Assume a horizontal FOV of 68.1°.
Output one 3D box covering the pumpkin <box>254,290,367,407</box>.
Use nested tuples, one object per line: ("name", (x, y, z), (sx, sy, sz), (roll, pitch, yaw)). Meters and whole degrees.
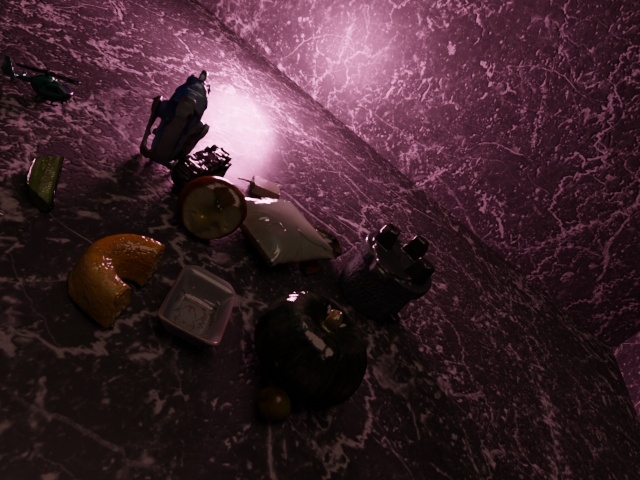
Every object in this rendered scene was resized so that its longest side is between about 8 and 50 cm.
("pumpkin", (-0.014, 0.259, 1.173), (0.300, 0.207, 0.300), (37, 22, -18))

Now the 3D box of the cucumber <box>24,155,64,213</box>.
("cucumber", (-0.675, -0.142, 1.151), (0.070, 0.046, 0.220), (16, 34, -32))

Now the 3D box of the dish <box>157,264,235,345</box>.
("dish", (-0.295, 0.158, 1.140), (0.154, 0.064, 0.234), (32, 30, -14))

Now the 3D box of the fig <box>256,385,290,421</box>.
("fig", (-0.100, 0.370, 1.061), (0.088, 0.074, 0.074), (50, 21, -29))

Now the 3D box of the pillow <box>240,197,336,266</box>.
("pillow", (-0.133, -0.035, 1.551), (0.312, 0.119, 0.310), (-6, 46, -49))

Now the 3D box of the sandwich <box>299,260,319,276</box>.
("sandwich", (-0.037, 0.082, 1.598), (0.069, 0.026, 0.101), (46, 28, 16))

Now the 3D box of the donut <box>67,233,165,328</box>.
("donut", (-0.466, 0.065, 1.055), (0.152, 0.101, 0.259), (28, 33, -8))

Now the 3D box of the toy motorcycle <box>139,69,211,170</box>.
("toy motorcycle", (-0.425, -0.368, 1.487), (0.182, 0.319, 0.241), (13, 30, -44))

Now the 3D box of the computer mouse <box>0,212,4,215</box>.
("computer mouse", (-0.739, -0.062, 0.944), (0.181, 0.056, 0.089), (16, 40, -48))

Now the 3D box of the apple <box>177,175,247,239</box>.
("apple", (-0.315, -0.101, 1.381), (0.195, 0.173, 0.160), (31, 31, -22))

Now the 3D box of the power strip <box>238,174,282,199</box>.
("power strip", (-0.227, -0.202, 1.770), (0.175, 0.042, 0.075), (21, 33, -27))

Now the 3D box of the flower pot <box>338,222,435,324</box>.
("flower pot", (0.230, 0.109, 1.605), (0.299, 0.283, 0.299), (30, 29, -19))

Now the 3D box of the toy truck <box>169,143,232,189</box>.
("toy truck", (-0.385, -0.234, 1.545), (0.088, 0.121, 0.259), (41, 28, 1))

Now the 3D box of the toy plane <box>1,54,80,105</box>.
("toy plane", (-0.823, -0.462, 1.392), (0.235, 0.096, 0.060), (17, 28, -3))

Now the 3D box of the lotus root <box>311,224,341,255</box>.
("lotus root", (0.000, 0.000, 1.703), (0.179, 0.080, 0.089), (32, 29, -9))
